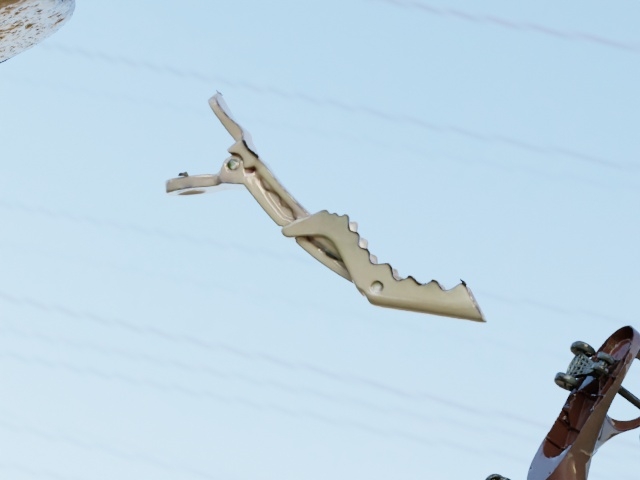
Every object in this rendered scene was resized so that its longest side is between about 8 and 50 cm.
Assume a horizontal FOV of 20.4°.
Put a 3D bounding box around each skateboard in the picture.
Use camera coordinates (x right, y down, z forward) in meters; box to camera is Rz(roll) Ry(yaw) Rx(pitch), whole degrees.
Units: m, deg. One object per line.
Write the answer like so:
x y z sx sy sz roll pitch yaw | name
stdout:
0.182 0.130 1.173 0.080 0.151 0.067 35 -10 -16 | skateboard

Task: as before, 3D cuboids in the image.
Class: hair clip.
0.000 0.000 1.097 0.226 0.072 0.034 37 2 13 | hair clip

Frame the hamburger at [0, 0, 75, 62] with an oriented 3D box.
-0.251 -0.158 1.112 0.118 0.182 0.191 65 -27 10 | hamburger
